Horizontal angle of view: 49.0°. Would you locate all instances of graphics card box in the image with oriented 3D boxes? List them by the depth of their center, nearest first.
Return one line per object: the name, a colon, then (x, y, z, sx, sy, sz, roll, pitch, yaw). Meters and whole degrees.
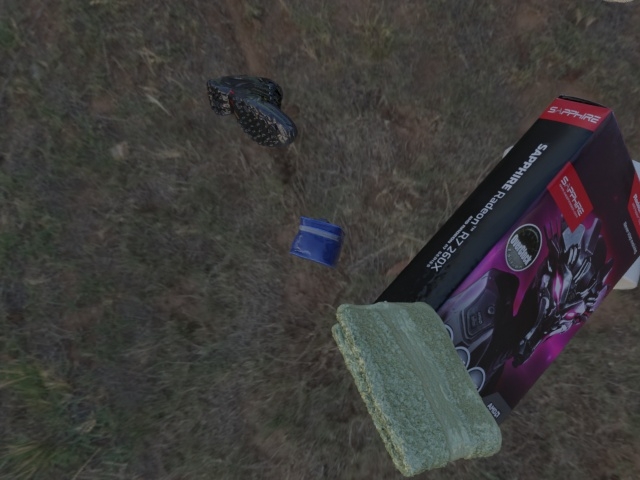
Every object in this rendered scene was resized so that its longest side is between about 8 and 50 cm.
graphics card box: (0.245, 0.037, 0.858, 0.371, 0.233, 0.094, -46, 38, -8)

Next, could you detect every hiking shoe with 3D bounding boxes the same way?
hiking shoe: (-0.101, -0.243, 1.227, 0.114, 0.086, 0.227, -32, 52, -27)

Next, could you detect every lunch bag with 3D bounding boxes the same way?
lunch bag: (0.000, 0.000, 1.012, 0.067, 0.098, 0.065, 18, 87, 7)

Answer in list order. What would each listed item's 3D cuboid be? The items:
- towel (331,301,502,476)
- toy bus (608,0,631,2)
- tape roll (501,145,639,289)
towel: (0.077, 0.112, 0.571, 0.110, 0.027, 0.148, -3, 54, -32)
toy bus: (0.304, -0.166, 0.431, 0.202, 0.191, 0.104, 33, 86, -19)
tape roll: (0.389, -0.035, 1.106, 0.246, 0.246, 0.169, 16, 85, 7)
